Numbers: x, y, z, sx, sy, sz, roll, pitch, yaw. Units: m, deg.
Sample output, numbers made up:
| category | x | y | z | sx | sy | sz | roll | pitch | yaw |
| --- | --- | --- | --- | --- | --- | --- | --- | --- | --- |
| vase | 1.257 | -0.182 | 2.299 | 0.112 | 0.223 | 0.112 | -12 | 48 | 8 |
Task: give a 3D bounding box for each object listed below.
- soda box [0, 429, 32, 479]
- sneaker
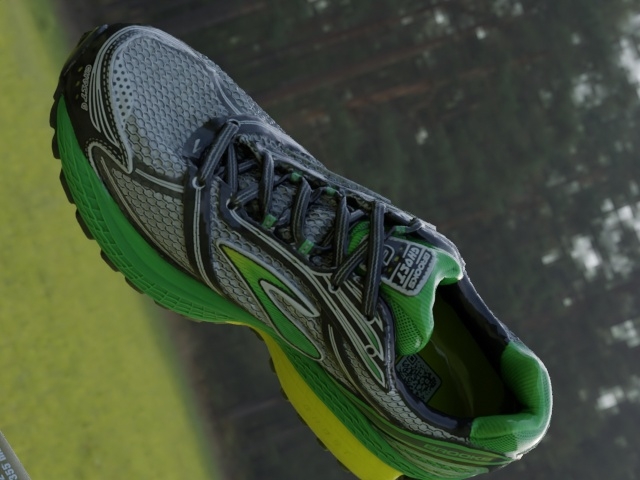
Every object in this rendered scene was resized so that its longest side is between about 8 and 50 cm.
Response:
| category | x | y | z | sx | sy | sz | roll | pitch | yaw |
| --- | --- | --- | --- | --- | --- | --- | --- | --- | --- |
| soda box | -0.140 | 0.002 | 0.326 | 0.181 | 0.058 | 0.061 | 55 | 35 | 10 |
| sneaker | 0.000 | 0.000 | 0.862 | 0.343 | 0.134 | 0.146 | 42 | -32 | -15 |
